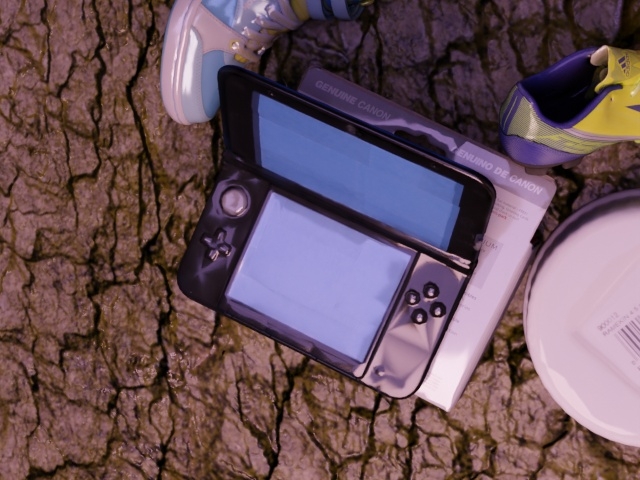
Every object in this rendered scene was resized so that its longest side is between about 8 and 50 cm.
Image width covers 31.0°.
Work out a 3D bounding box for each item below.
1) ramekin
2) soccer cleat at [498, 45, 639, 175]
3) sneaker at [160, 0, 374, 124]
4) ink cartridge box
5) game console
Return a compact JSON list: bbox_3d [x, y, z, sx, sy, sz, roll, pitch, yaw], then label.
[{"bbox_3d":[0.346,0.085,1.214,0.277,0.135,0.277,1,94,15],"label":"ramekin"},{"bbox_3d":[0.314,-0.156,1.169,0.289,0.121,0.093,-21,54,-13],"label":"soccer cleat"},{"bbox_3d":[-0.046,-0.256,1.305,0.208,0.127,0.319,23,100,14],"label":"sneaker"},{"bbox_3d":[0.075,-0.008,1.285,0.309,0.130,0.272,28,98,12],"label":"ink cartridge box"},{"bbox_3d":[0.000,0.000,1.148,0.293,0.173,0.250,25,96,12],"label":"game console"}]
